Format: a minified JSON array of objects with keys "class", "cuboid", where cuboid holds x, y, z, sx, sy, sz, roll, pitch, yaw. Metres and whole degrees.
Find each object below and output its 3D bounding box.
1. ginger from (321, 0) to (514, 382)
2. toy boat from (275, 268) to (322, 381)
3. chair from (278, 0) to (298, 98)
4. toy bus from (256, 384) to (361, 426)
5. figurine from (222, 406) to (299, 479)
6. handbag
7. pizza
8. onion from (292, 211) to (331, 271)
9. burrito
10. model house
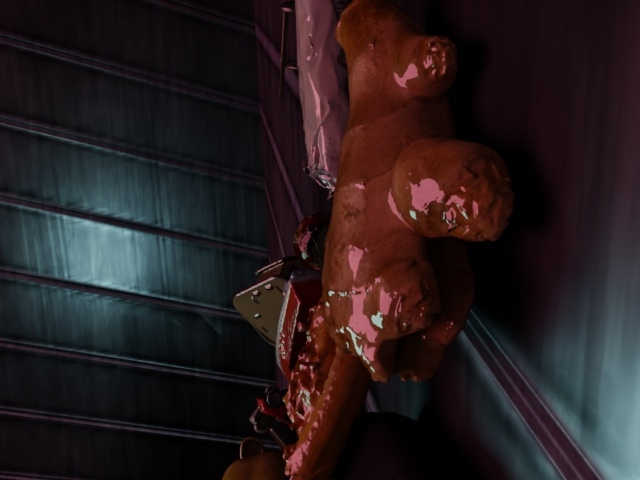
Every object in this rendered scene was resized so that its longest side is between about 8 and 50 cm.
[{"class":"ginger","cuboid":[0.065,-0.064,0.489,0.236,0.165,0.376,-110,11,-86]},{"class":"toy boat","cuboid":[-0.028,0.196,1.124,0.133,0.145,0.332,-121,30,-48]},{"class":"chair","cuboid":[-0.043,-0.413,1.111,0.104,0.095,0.222,-130,36,-53]},{"class":"toy bus","cuboid":[-0.022,0.316,1.017,0.081,0.195,0.090,138,124,-77]},{"class":"figurine","cuboid":[-0.082,0.553,1.203,0.167,0.284,0.343,99,161,-47]},{"class":"handbag","cuboid":[0.059,0.333,0.587,0.254,0.093,0.308,-61,15,4]},{"class":"pizza","cuboid":[0.018,0.148,0.716,0.182,0.073,0.366,-20,43,54]},{"class":"onion","cuboid":[0.000,0.000,1.031,0.117,0.118,0.118,-61,17,8]},{"class":"burrito","cuboid":[0.011,-0.254,0.862,0.139,0.101,0.446,171,94,-76]},{"class":"model house","cuboid":[-0.063,0.108,1.419,0.205,0.218,0.279,50,-140,-18]}]
